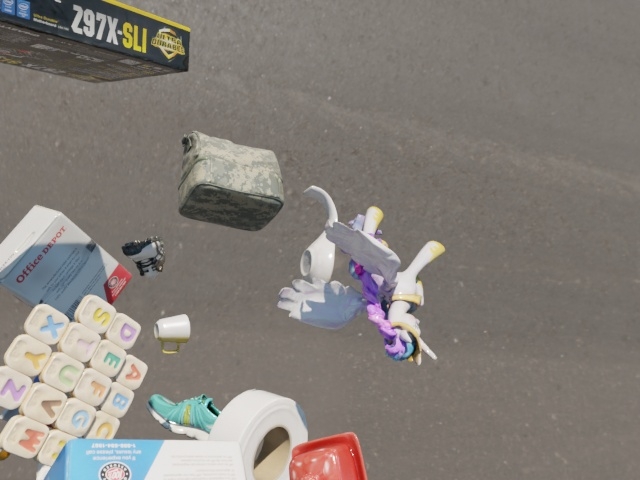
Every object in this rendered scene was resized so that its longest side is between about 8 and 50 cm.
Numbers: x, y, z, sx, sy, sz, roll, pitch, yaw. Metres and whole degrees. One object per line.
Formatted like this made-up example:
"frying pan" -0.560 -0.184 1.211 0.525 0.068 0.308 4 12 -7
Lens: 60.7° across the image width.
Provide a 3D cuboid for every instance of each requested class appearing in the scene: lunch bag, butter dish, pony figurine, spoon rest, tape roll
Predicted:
"lunch bag" -0.272 -0.194 1.674 0.305 0.212 0.255 11 57 -30
"butter dish" -0.001 0.463 1.050 0.118 0.160 0.160 31 42 -57
"pony figurine" 0.124 0.083 1.246 0.351 0.302 0.363 30 39 -7
"spoon rest" 0.000 0.000 1.414 0.084 0.137 0.276 7 75 -26
"tape roll" -0.156 0.527 1.378 0.286 0.100 0.286 -12 105 -53

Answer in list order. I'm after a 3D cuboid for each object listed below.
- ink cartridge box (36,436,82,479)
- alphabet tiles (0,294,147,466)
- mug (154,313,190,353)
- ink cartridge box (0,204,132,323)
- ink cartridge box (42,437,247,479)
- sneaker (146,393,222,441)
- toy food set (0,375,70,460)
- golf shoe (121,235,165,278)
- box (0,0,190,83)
"ink cartridge box" -0.568 0.560 1.258 0.181 0.056 0.224 40 29 -24
"alphabet tiles" -0.431 0.246 0.967 0.278 0.021 0.284 54 48 -45
"mug" -0.320 0.199 1.174 0.064 0.062 0.078 2 67 -35
"ink cartridge box" -0.614 0.078 1.292 0.197 0.114 0.272 -60 145 -24
"ink cartridge box" -0.238 0.501 0.769 0.286 0.166 0.394 16 37 -34
"sneaker" -0.333 0.464 1.469 0.276 0.107 0.109 16 88 12
"toy food set" -0.642 0.369 1.196 0.111 0.104 0.232 21 62 25
"golf shoe" -0.389 0.040 1.242 0.077 0.198 0.093 -12 91 0
"box" -0.402 -0.312 0.825 0.322 0.257 0.079 -4 100 -55
